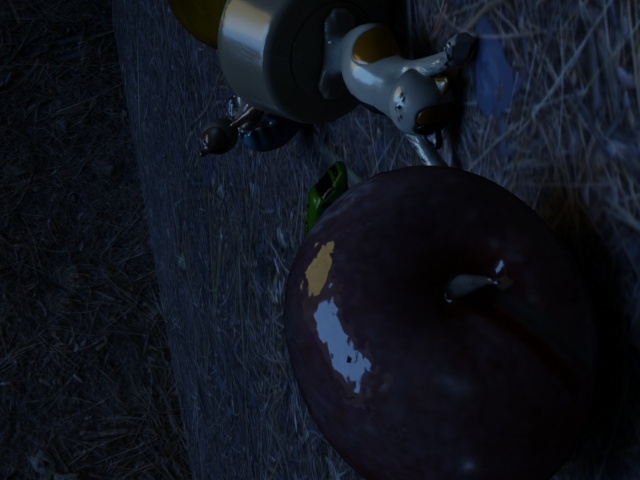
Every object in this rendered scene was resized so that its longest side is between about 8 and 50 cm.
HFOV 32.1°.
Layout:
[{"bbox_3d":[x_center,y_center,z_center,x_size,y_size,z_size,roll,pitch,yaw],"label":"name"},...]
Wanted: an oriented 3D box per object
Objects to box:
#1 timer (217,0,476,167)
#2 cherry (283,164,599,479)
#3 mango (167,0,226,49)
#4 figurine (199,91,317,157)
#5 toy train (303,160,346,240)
[{"bbox_3d":[0.042,-0.160,1.034,0.266,0.175,0.175,37,132,46],"label":"timer"},{"bbox_3d":[0.080,0.067,0.774,0.285,0.213,0.236,102,168,-72],"label":"cherry"},{"bbox_3d":[-0.094,-0.339,1.327,0.365,0.182,0.253,-113,28,-59],"label":"mango"},{"bbox_3d":[-0.063,-0.158,1.378,0.205,0.103,0.260,-53,11,-15],"label":"figurine"},{"bbox_3d":[0.000,0.000,1.366,0.044,0.042,0.209,-119,28,-55],"label":"toy train"}]
